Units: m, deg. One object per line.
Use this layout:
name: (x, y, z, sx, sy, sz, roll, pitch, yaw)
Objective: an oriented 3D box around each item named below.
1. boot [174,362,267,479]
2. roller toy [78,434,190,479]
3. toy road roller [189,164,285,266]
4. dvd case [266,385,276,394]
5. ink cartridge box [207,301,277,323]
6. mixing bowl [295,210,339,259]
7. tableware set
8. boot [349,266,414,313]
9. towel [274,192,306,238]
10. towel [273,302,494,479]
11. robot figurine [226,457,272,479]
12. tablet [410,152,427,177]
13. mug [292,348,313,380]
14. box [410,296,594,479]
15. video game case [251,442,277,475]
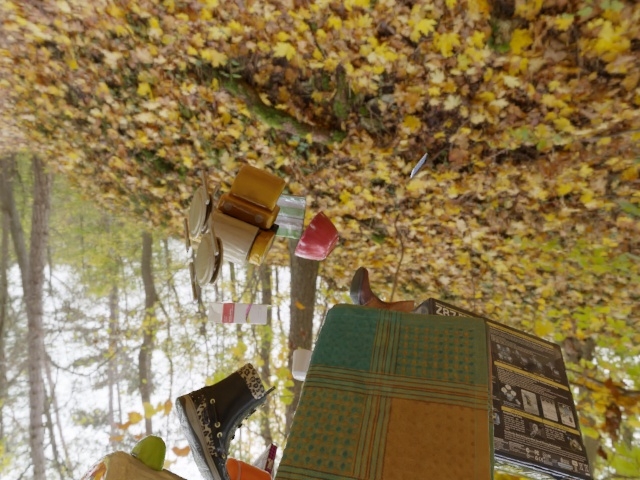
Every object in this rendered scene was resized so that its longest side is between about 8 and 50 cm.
boot: (-0.180, 0.394, 0.893, 0.179, 0.236, 0.085, -23, -177, -38)
roller toy: (-0.230, 0.363, 0.490, 0.146, 0.209, 0.191, 39, -175, -20)
toy road roller: (-0.216, -0.086, 1.252, 0.202, 0.240, 0.329, 21, -166, -2)
dvd case: (-0.198, 0.487, 1.300, 0.087, 0.013, 0.119, -37, 170, 27)
ink cartridge box: (-0.253, 0.240, 1.404, 0.198, 0.067, 0.115, 9, 169, -36)
mixing bowl: (0.000, 0.000, 1.482, 0.098, 0.181, 0.181, 31, -169, 10)
tableware set: (-0.183, -0.007, 0.702, 0.039, 0.194, 0.128, 7, 134, -31)
boot: (0.263, 0.246, 1.723, 0.280, 0.264, 0.096, 6, 165, -19)
towel: (-0.110, -0.084, 1.482, 0.113, 0.152, 0.023, 9, -167, 9)
towel: (0.098, 0.245, 0.595, 0.271, 0.040, 0.370, 5, -139, 15)
robot figurine: (-0.223, 0.683, 1.180, 0.219, 0.128, 0.158, 35, -158, -21)
tablet: (0.331, -0.253, 1.440, 0.006, 0.083, 0.054, 36, 162, 16)
mug: (-0.041, 0.318, 1.073, 0.062, 0.064, 0.078, 0, 142, 15)
box: (0.389, 0.333, 0.948, 0.395, 0.318, 0.097, 21, 141, -15)
video game case: (-0.259, 0.946, 1.674, 0.042, 0.210, 0.232, 38, -168, -4)
